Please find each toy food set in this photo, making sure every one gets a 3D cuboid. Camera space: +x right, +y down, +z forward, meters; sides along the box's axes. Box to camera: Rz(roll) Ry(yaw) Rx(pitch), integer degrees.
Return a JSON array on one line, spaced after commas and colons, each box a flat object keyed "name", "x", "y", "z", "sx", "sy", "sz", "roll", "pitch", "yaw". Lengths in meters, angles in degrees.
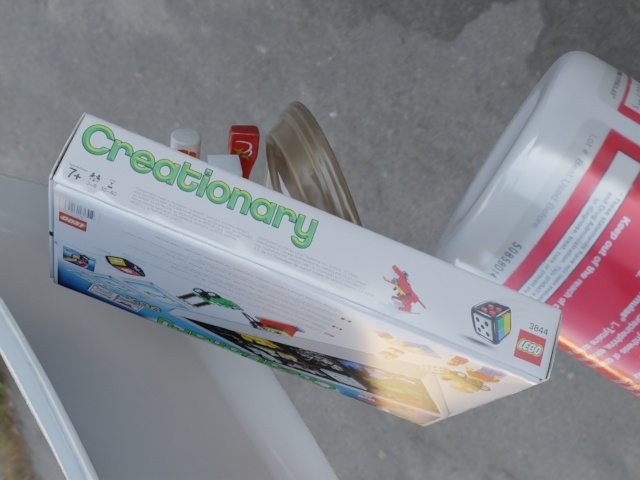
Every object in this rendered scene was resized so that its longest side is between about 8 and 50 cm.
[{"name": "toy food set", "x": -0.111, "y": -0.078, "z": 1.227, "sx": 0.111, "sy": 0.232, "sz": 0.104, "roll": -109, "pitch": 23, "yaw": -48}]

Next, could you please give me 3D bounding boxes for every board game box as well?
[{"name": "board game box", "x": -0.025, "y": 0.035, "z": 0.617, "sx": 0.305, "sy": 0.053, "sz": 0.193, "roll": 22, "pitch": 157, "yaw": -8}]

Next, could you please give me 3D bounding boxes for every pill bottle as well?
[{"name": "pill bottle", "x": 0.325, "y": 0.034, "z": 0.806, "sx": 0.408, "sy": 0.229, "sz": 0.229, "roll": 32, "pitch": 141, "yaw": 2}]

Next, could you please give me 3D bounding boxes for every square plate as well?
[{"name": "square plate", "x": -0.137, "y": 0.101, "z": 0.748, "sx": 0.049, "sy": 0.344, "sz": 0.347, "roll": -40, "pitch": 71, "yaw": 13}]

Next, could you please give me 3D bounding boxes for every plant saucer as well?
[{"name": "plant saucer", "x": 0.000, "y": 0.000, "z": 0.929, "sx": 0.278, "sy": 0.041, "sz": 0.277, "roll": 162, "pitch": 90, "yaw": -82}]
